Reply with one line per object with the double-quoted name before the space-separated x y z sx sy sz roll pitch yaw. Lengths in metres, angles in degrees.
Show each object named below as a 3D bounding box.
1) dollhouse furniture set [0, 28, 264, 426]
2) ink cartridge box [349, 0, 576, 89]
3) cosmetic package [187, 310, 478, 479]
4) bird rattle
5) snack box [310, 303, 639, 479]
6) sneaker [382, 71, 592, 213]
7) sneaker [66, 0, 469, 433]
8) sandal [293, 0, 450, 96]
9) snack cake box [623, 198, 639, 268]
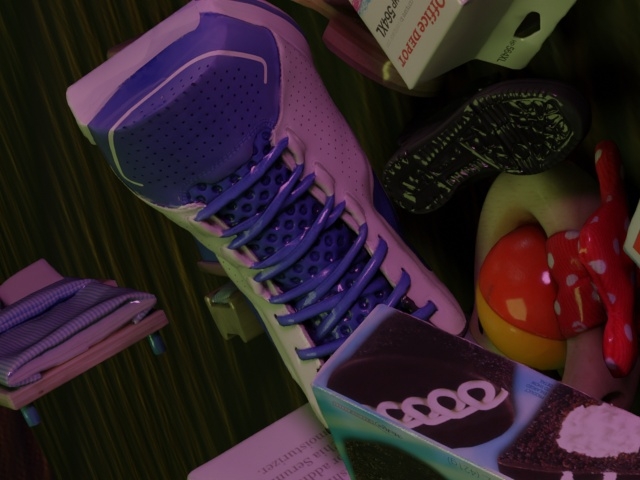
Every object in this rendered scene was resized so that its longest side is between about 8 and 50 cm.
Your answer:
"dollhouse furniture set" -0.166 -0.008 1.244 0.286 0.303 0.198 4 121 64
"ink cartridge box" 0.063 -0.154 0.868 0.143 0.090 0.092 57 157 12
"cosmetic package" 0.143 0.256 0.995 0.453 0.230 0.161 40 150 43
"bird rattle" 0.127 0.044 0.928 0.207 0.143 0.253 -119 19 -49
"snack box" 0.155 0.158 0.761 0.322 0.060 0.187 23 150 34
"sneaker" 0.092 -0.063 0.925 0.170 0.089 0.051 -25 105 49
"sneaker" 0.000 0.001 0.992 0.182 0.127 0.315 56 -175 32
"sandal" -0.003 -0.177 1.033 0.240 0.088 0.079 38 117 30
"snack cake box" 0.250 0.030 0.689 0.264 0.089 0.152 50 157 26
